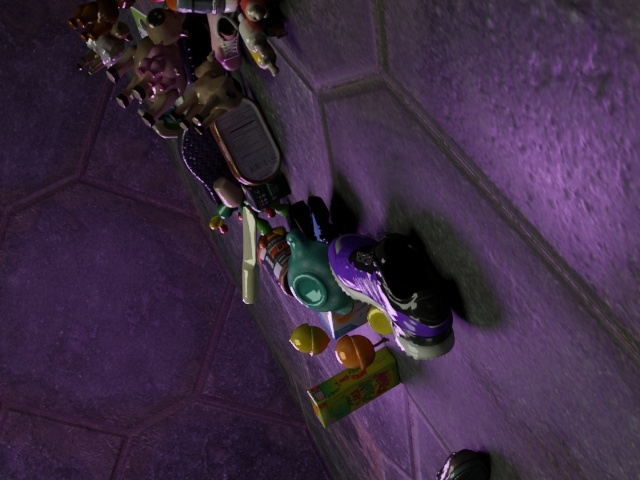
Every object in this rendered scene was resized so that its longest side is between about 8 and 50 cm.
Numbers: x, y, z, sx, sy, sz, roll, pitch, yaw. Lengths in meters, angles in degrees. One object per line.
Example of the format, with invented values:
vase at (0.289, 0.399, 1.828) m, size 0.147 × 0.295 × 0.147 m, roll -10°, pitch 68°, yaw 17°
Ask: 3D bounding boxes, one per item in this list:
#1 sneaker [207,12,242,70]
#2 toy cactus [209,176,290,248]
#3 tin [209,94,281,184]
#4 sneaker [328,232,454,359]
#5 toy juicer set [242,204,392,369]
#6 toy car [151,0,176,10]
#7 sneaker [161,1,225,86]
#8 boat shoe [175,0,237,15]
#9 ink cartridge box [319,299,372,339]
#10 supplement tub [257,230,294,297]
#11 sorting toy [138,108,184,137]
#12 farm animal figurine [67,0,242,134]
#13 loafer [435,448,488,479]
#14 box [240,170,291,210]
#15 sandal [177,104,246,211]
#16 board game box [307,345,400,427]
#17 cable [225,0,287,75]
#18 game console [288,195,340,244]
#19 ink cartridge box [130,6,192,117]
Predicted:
sneaker at (-0.171, -0.363, 1.724) m, size 0.070 × 0.051 × 0.134 m, roll -125°, pitch 17°, yaw -52°
toy cactus at (-0.179, -0.066, 2.092) m, size 0.219 × 0.112 × 0.180 m, roll 2°, pitch 147°, yaw 40°
tin at (-0.146, -0.200, 1.867) m, size 0.190 × 0.106 × 0.040 m, roll 64°, pitch 160°, yaw -13°
sneaker at (0.103, 0.039, 1.406) m, size 0.293 × 0.102 × 0.146 m, roll 43°, pitch 152°, yaw 47°
toy juicer set at (-0.013, 0.089, 1.609) m, size 0.329 × 0.089 × 0.209 m, roll 34°, pitch 129°, yaw 9°
toy car at (-0.255, -0.476, 1.616) m, size 0.159 × 0.136 × 0.182 m, roll 53°, pitch 166°, yaw 36°
sneaker at (-0.243, -0.384, 1.873) m, size 0.135 × 0.097 × 0.276 m, roll 57°, pitch 169°, yaw 21°
boat shoe at (-0.219, -0.483, 1.457) m, size 0.116 × 0.099 × 0.320 m, roll 107°, pitch 144°, yaw -65°
ink cartridge box at (0.049, 0.096, 1.708) m, size 0.062 × 0.104 × 0.181 m, roll 55°, pitch 167°, yaw 30°
supplement tub at (-0.077, 0.044, 2.124) m, size 0.198 × 0.106 × 0.106 m, roll 44°, pitch 159°, yaw 54°
sorting toy at (-0.305, -0.278, 2.200) m, size 0.193 × 0.208 × 0.038 m, roll -138°, pitch 54°, yaw -58°
farm animal figurine at (-0.287, -0.331, 1.738) m, size 0.330 × 0.172 × 0.327 m, roll 42°, pitch 162°, yaw -3°
loafer at (0.242, 0.425, 1.690) m, size 0.267 × 0.096 × 0.084 m, roll 76°, pitch 167°, yaw -56°
box at (-0.116, -0.109, 1.990) m, size 0.062 × 0.083 × 0.052 m, roll 40°, pitch 156°, yaw 61°
sandal at (-0.233, -0.202, 2.052) m, size 0.107 × 0.167 × 0.446 m, roll 50°, pitch 166°, yaw 22°
board game box at (0.069, 0.294, 1.886) m, size 0.043 × 0.181 × 0.092 m, roll 52°, pitch 165°, yaw 39°
cable at (-0.127, -0.370, 1.475) m, size 0.287 × 0.072 × 0.139 m, roll 48°, pitch 157°, yaw 49°
game console at (0.000, 0.000, 1.790) m, size 0.213 × 0.044 × 0.361 m, roll 59°, pitch 172°, yaw 15°
ink cartridge box at (-0.328, -0.422, 2.152) m, size 0.189 × 0.097 × 0.255 m, roll 43°, pitch 156°, yaw 58°
